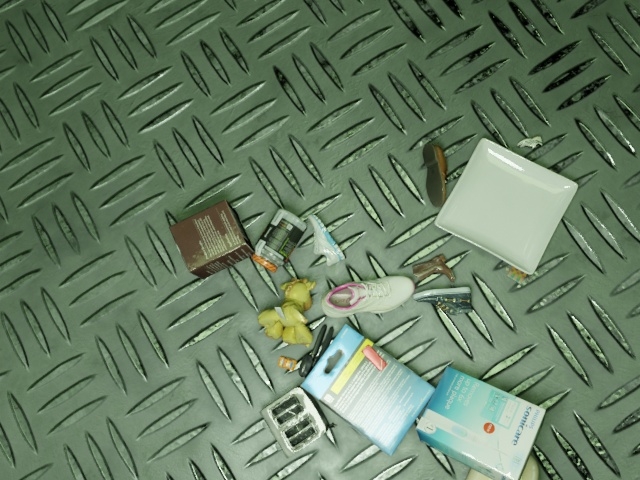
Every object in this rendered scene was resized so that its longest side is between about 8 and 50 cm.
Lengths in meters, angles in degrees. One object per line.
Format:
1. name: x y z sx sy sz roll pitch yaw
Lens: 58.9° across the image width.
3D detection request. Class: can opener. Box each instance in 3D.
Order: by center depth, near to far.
1. can opener: -0.006 0.355 1.792 0.059 0.073 0.186 25 72 17

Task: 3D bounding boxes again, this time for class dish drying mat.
1. dish drying mat: 0.161 0.352 1.695 0.032 0.008 0.083 -44 78 -5

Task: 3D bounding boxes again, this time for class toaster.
1. toaster: -0.073 0.547 1.728 0.186 0.110 0.168 -32 78 -3

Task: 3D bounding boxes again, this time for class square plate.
1. square plate: 0.602 -0.113 1.847 0.347 0.049 0.344 29 81 10

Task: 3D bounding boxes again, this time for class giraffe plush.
1. giraffe plush: -0.088 0.206 1.788 0.181 0.210 0.170 14 51 11

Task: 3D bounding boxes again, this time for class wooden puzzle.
1. wooden puzzle: 0.633 0.107 1.818 0.083 0.006 0.049 33 82 10

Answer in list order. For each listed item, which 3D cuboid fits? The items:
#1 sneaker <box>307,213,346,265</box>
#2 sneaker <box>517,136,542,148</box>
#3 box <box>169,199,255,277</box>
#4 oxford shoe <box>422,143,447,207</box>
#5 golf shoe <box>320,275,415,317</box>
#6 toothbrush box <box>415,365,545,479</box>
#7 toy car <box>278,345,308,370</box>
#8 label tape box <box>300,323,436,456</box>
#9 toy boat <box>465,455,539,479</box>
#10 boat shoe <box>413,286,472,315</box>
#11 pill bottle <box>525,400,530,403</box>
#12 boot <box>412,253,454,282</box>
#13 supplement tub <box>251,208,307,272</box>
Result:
1. sneaker: 0.000 0.000 1.862 0.083 0.071 0.190 -34 77 3
2. sneaker: 0.701 -0.321 1.892 0.083 0.032 0.037 -14 77 2
3. box: -0.345 0.000 1.837 0.203 0.167 0.168 -26 78 -1
4. oxford shoe: 0.395 -0.215 1.879 0.076 0.076 0.212 -2 87 -36
5. golf shoe: 0.150 0.174 1.776 0.306 0.140 0.115 -14 76 0
6. toothbrush box: 0.455 0.530 1.614 0.295 0.126 0.216 22 64 28
7. toy car: -0.087 0.359 1.804 0.060 0.040 0.122 32 83 10
8. label tape box: 0.145 0.450 1.733 0.334 0.106 0.240 36 82 12
9. toy boat: 0.573 0.752 1.630 0.318 0.148 0.267 29 77 17
10. boat shoe: 0.388 0.197 1.788 0.183 0.065 0.083 -6 76 2
11. pill bottle: 0.580 0.533 1.701 0.120 0.067 0.067 -22 77 -1
12. boot: 0.361 0.110 1.824 0.114 0.037 0.106 -23 64 -4
13. supplement tub: -0.137 0.002 1.846 0.117 0.117 0.190 31 81 10
